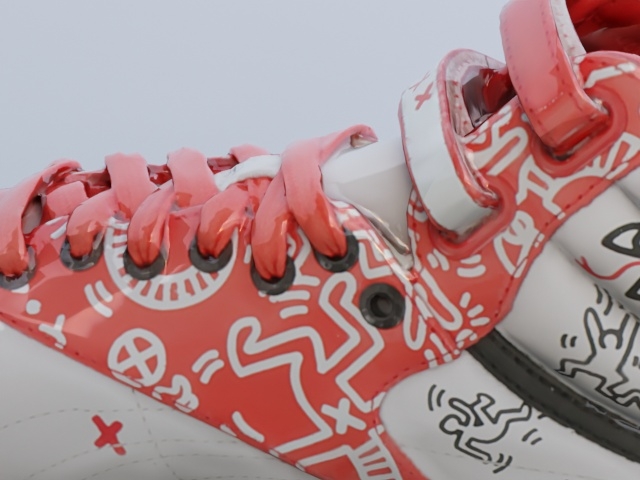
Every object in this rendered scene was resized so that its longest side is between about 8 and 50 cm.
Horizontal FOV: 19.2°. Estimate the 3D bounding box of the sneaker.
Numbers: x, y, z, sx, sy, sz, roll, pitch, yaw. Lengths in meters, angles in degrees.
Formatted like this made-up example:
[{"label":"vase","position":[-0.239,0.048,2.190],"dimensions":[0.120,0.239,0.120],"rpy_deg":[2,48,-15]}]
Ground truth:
[{"label":"sneaker","position":[0.001,0.000,0.394],"dimensions":[0.270,0.145,0.090],"rpy_deg":[19,30,0]}]
